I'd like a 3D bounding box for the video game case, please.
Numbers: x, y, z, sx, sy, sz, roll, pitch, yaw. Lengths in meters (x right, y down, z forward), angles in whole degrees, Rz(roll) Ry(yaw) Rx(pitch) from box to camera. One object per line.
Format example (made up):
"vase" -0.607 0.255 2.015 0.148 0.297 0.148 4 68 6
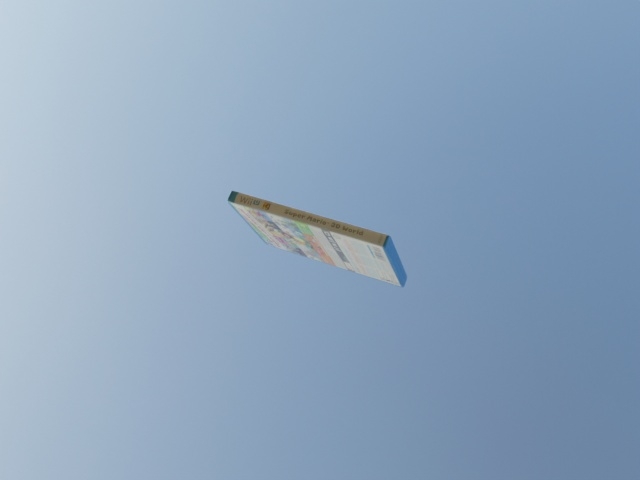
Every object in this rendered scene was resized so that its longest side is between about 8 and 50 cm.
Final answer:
"video game case" 0.000 0.000 0.647 0.166 0.119 0.015 17 -106 21
